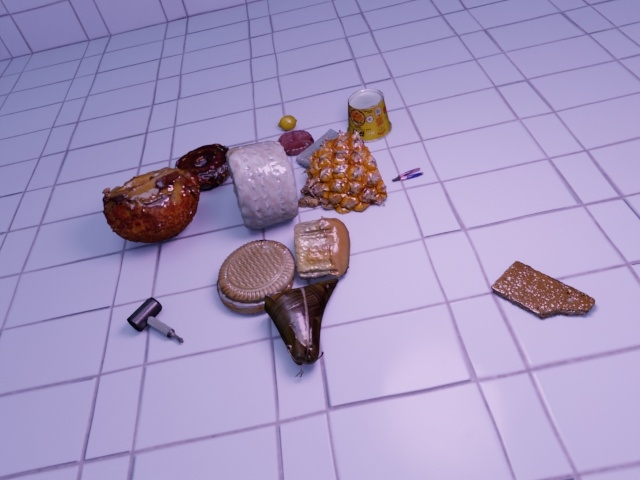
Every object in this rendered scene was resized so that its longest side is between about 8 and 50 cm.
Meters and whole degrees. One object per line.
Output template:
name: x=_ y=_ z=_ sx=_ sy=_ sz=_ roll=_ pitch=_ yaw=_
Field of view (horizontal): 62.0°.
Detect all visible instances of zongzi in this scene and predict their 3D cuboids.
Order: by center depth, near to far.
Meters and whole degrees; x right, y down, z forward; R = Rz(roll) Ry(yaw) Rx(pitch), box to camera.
zongzi: x=-0.004 y=0.217 z=1.459 sx=0.241 sy=0.111 sz=0.247 roll=-16 pitch=50 yaw=-20

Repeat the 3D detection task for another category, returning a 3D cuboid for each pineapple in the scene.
pineapple: x=0.032 y=-0.239 z=1.811 sx=0.286 sy=0.209 sz=0.344 roll=-26 pitch=47 yaw=-11

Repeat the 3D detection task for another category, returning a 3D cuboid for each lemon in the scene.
lemon: x=-0.136 y=-0.485 z=2.199 sx=0.083 sy=0.062 sz=0.062 roll=-12 pitch=45 yaw=8

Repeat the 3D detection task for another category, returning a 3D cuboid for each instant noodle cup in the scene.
instant noodle cup: x=0.183 y=-0.492 z=2.069 sx=0.182 sy=0.144 sz=0.182 roll=-7 pitch=46 yaw=7

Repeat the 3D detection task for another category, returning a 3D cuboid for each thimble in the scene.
thimble: x=-0.194 y=-0.190 z=1.770 sx=0.195 sy=0.291 sz=0.291 roll=-14 pitch=44 yaw=-9

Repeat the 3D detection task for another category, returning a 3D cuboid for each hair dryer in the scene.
hair dryer: x=-0.471 y=0.250 z=1.577 sx=0.198 sy=0.057 sz=0.100 roll=27 pitch=57 yaw=24

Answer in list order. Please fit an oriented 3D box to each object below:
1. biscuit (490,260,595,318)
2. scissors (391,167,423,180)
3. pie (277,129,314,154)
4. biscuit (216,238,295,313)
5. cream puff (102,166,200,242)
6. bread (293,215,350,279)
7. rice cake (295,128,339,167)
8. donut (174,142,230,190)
biscuit: x=0.592 y=0.147 z=1.425 sx=0.131 sy=0.026 sz=0.237 roll=-41 pitch=51 yaw=-22
scissors: x=0.304 y=-0.229 z=1.873 sx=0.113 sy=0.012 sz=0.039 roll=-18 pitch=45 yaw=-4
pie: x=-0.100 y=-0.387 z=2.111 sx=0.155 sy=0.036 sz=0.154 roll=-7 pitch=45 yaw=7
biscuit: x=-0.196 y=0.105 z=1.621 sx=0.259 sy=0.079 sz=0.259 roll=-7 pitch=45 yaw=7
cream puff: x=-0.563 y=-0.112 z=1.820 sx=0.351 sy=0.228 sz=0.350 roll=-17 pitch=21 yaw=7
bread: x=-0.001 y=-0.010 z=1.634 sx=0.174 sy=0.133 sz=0.251 roll=-7 pitch=40 yaw=8
rice cake: x=0.008 y=-0.346 z=2.043 sx=0.211 sy=0.038 sz=0.124 roll=-39 pitch=49 yaw=-22
donut: x=-0.441 y=-0.278 z=2.052 sx=0.235 sy=0.089 sz=0.235 roll=-7 pitch=44 yaw=7
